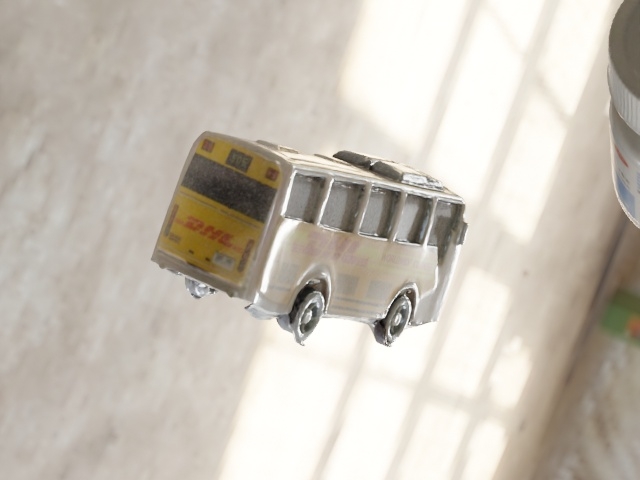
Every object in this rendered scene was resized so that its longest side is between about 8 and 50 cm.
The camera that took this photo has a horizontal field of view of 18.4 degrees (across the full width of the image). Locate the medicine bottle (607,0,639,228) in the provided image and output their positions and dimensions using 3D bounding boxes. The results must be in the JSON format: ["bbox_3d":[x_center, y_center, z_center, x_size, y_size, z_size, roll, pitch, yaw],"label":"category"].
[{"bbox_3d":[0.217,-0.072,1.133,0.105,0.105,0.168,-62,161,-19],"label":"medicine bottle"}]

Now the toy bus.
[{"bbox_3d":[0.000,0.000,1.477,0.342,0.097,0.138,6,103,-63],"label":"toy bus"}]
